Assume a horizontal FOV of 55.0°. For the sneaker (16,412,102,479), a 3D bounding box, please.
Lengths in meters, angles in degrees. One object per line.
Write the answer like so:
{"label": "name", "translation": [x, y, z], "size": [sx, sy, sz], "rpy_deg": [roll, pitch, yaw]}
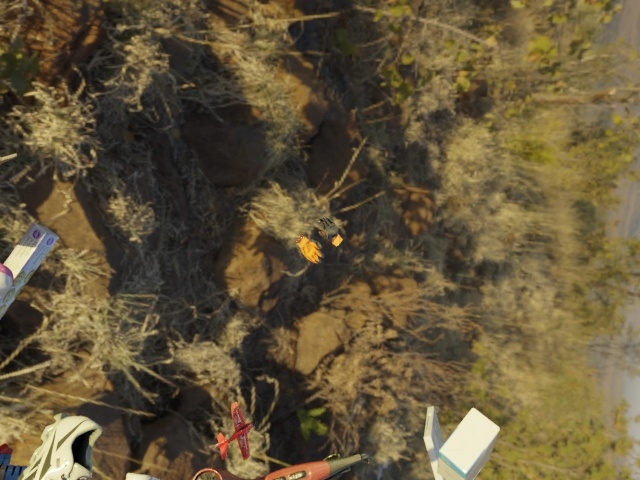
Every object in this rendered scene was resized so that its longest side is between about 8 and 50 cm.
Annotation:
{"label": "sneaker", "translation": [-0.614, 0.565, 1.425], "size": [0.122, 0.146, 0.330], "rpy_deg": [54, 40, -48]}

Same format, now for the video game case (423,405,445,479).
{"label": "video game case", "translation": [0.321, 0.585, 1.680], "size": [0.183, 0.023, 0.201], "rpy_deg": [-38, 112, -73]}

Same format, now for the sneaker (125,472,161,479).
{"label": "sneaker", "translation": [-0.429, 0.603, 1.452], "size": [0.212, 0.080, 0.094], "rpy_deg": [99, -3, -66]}

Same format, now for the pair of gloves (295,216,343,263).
{"label": "pair of gloves", "translation": [0.000, 0.000, 1.129], "size": [0.083, 0.010, 0.074], "rpy_deg": [-45, 124, -11]}

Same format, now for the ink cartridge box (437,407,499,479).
{"label": "ink cartridge box", "translation": [0.268, 0.394, 1.134], "size": [0.104, 0.060, 0.180], "rpy_deg": [-44, 150, -21]}

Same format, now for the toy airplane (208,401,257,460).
{"label": "toy airplane", "translation": [-0.210, 0.482, 1.510], "size": [0.028, 0.151, 0.151], "rpy_deg": [38, 64, -47]}

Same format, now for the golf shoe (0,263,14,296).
{"label": "golf shoe", "translation": [-0.655, 0.136, 1.007], "size": [0.306, 0.140, 0.115], "rpy_deg": [-23, 146, -17]}

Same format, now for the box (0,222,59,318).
{"label": "box", "translation": [-0.920, 0.099, 1.853], "size": [0.324, 0.063, 0.067], "rpy_deg": [-55, 163, -4]}

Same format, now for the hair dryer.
{"label": "hair dryer", "translation": [-0.080, 0.327, 0.840], "size": [0.223, 0.080, 0.293], "rpy_deg": [-41, 149, 18]}

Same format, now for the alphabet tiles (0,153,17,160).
{"label": "alphabet tiles", "translation": [-0.947, -0.159, 1.564], "size": [0.285, 0.342, 0.011], "rpy_deg": [-31, 109, -40]}

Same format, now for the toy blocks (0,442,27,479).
{"label": "toy blocks", "translation": [-0.863, 0.712, 1.650], "size": [0.191, 0.381, 0.260], "rpy_deg": [12, 85, -21]}
